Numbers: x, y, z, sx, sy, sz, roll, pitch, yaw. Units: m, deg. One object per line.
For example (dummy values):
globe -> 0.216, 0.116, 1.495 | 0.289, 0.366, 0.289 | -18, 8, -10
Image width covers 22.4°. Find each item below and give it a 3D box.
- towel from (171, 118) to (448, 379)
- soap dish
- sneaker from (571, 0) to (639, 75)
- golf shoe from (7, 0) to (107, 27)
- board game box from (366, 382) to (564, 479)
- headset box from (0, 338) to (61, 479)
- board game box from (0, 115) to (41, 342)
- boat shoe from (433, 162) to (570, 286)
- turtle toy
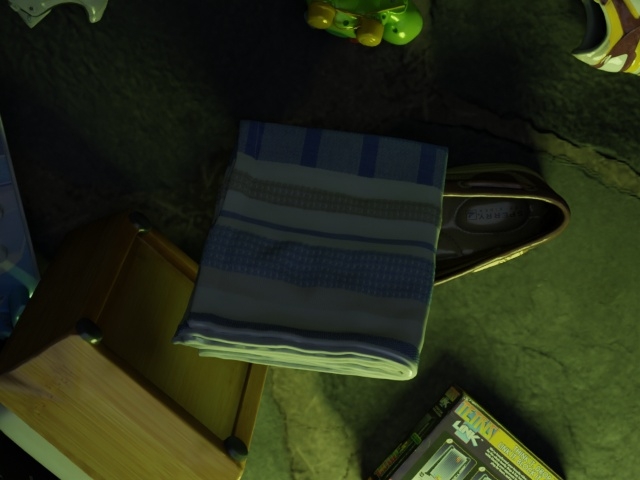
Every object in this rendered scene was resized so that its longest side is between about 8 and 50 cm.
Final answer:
towel -> 0.000, 0.000, 1.428 | 0.209, 0.285, 0.034 | 8, 137, 5
soap dish -> -0.153, 0.111, 1.416 | 0.229, 0.291, 0.118 | 42, 113, -14
sneaker -> 0.294, -0.253, 1.541 | 0.084, 0.069, 0.185 | 8, 98, -16
golf shoe -> -0.274, -0.233, 1.451 | 0.176, 0.069, 0.086 | 3, 106, -9
board game box -> 0.151, 0.251, 1.619 | 0.170, 0.048, 0.141 | 42, 89, -14
headset box -> -0.266, 0.216, 1.403 | 0.283, 0.246, 0.131 | 32, 109, -24
board game box -> -0.459, -0.016, 1.403 | 0.390, 0.050, 0.390 | -12, 121, -7
boat shoe -> 0.068, -0.004, 1.519 | 0.342, 0.123, 0.123 | -7, 101, -9
turtle toy -> 0.037, -0.221, 1.503 | 0.130, 0.066, 0.095 | 19, 73, -15
